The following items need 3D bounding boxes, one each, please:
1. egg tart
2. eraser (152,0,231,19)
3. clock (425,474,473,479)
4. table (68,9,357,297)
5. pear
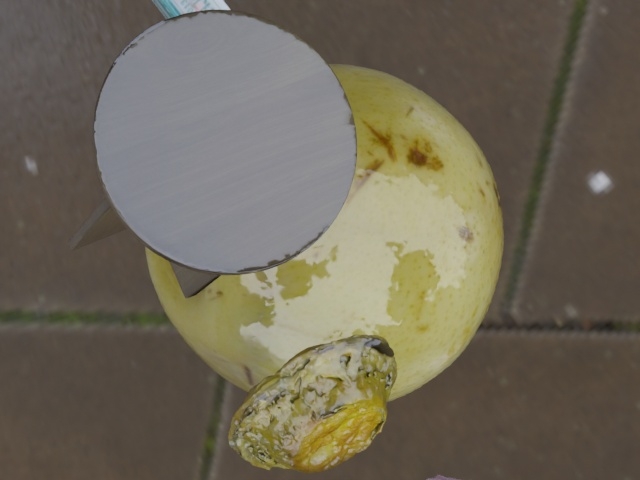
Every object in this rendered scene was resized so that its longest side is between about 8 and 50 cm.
[{"bbox_3d":[-0.001,0.116,1.285,0.130,0.052,0.130,-22,147,-15],"label":"egg tart"},{"bbox_3d":[-0.114,-0.214,1.909,0.052,0.095,0.225,-40,108,-6],"label":"eraser"},{"bbox_3d":[0.125,0.208,0.973,0.275,0.290,0.080,-4,108,-33],"label":"clock"},{"bbox_3d":[-0.088,-0.041,1.274,0.167,0.226,0.167,3,78,-16],"label":"table"},{"bbox_3d":[0.000,0.000,1.632,0.309,0.309,0.309,-7,120,-13],"label":"pear"}]
